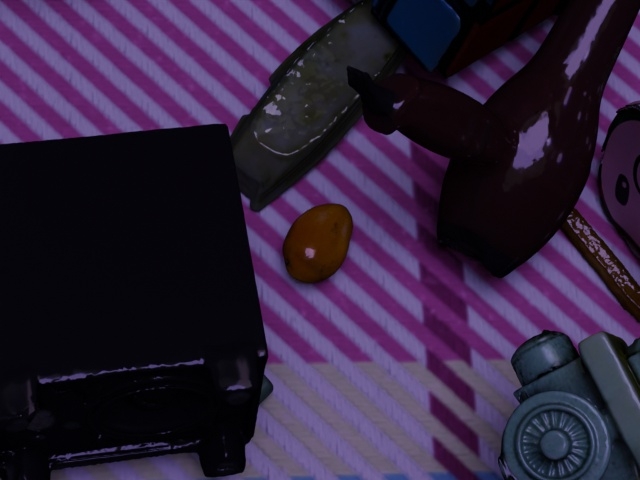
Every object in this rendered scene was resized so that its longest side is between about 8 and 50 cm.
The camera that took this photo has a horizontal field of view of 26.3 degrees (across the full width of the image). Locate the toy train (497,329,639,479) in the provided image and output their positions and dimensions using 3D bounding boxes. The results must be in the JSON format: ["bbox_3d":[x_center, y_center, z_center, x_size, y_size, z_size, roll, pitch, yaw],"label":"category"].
[{"bbox_3d":[0.291,0.215,1.060,0.237,0.150,0.369,-29,74,14],"label":"toy train"}]

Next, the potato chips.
[{"bbox_3d":[0.289,0.037,1.298,0.026,0.037,0.204,-33,72,-27],"label":"potato chips"}]

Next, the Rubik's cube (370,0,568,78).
[{"bbox_3d":[0.163,-0.372,1.273,0.293,0.283,0.288,-34,78,-33],"label":"Rubik's cube"}]

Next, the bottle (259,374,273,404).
[{"bbox_3d":[-0.079,0.150,1.210,0.030,0.030,0.083,42,71,8],"label":"bottle"}]

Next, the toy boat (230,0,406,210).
[{"bbox_3d":[0.010,-0.156,1.319,0.093,0.055,0.293,39,70,5],"label":"toy boat"}]

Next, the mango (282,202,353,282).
[{"bbox_3d":[0.000,0.000,1.269,0.060,0.046,0.089,36,57,4],"label":"mango"}]

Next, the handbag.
[{"bbox_3d":[0.349,-0.057,1.262,0.116,0.179,0.205,-18,49,-17],"label":"handbag"}]

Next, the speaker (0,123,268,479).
[{"bbox_3d":[-0.169,0.060,1.136,0.232,0.184,0.254,-6,61,-11],"label":"speaker"}]

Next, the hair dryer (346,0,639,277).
[{"bbox_3d":[0.143,-0.138,1.172,0.123,0.340,0.313,29,97,38],"label":"hair dryer"}]
